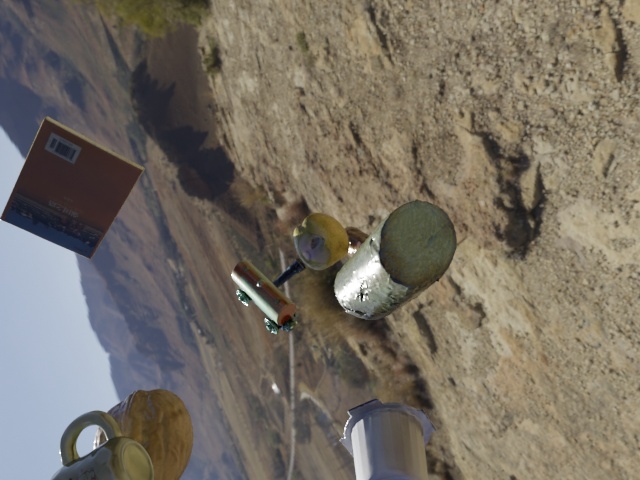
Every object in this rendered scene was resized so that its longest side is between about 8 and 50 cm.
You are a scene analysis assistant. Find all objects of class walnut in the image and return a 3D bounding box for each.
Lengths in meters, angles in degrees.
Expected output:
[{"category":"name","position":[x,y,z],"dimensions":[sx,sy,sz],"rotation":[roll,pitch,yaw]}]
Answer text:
[{"category":"walnut","position":[-0.522,0.600,1.531],"dimensions":[0.252,0.277,0.313],"rotation":[30,-141,-55]}]

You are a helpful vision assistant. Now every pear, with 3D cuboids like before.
[{"category":"pear","position":[0.000,0.000,1.594],"dimensions":[0.178,0.177,0.178],"rotation":[51,153,39]}]

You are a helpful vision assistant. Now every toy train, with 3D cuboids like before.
[{"category":"toy train","position":[-0.187,0.183,1.710],"dimensions":[0.285,0.116,0.177],"rotation":[41,155,27]}]

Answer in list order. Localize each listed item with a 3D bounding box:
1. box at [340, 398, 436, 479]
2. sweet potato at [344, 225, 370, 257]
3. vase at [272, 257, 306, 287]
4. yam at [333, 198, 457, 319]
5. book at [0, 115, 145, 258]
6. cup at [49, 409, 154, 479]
[{"category":"box","position":[0.175,0.611,1.398],"dimensions":[0.206,0.262,0.292],"rotation":[-86,15,-61]},{"category":"sweet potato","position":[0.112,0.008,1.716],"dimensions":[0.095,0.106,0.354],"rotation":[27,175,-21]},{"category":"vase","position":[-0.133,0.138,1.988],"dimensions":[0.059,0.167,0.059],"rotation":[48,-169,-12]},{"category":"yam","position":[0.145,0.053,1.065],"dimensions":[0.168,0.167,0.304],"rotation":[63,154,14]},{"category":"book","position":[-0.679,-0.126,1.404],"dimensions":[0.374,0.262,0.028],"rotation":[-47,28,29]},{"category":"cup","position":[-0.543,0.570,1.293],"dimensions":[0.173,0.202,0.255],"rotation":[57,-176,-44]}]
